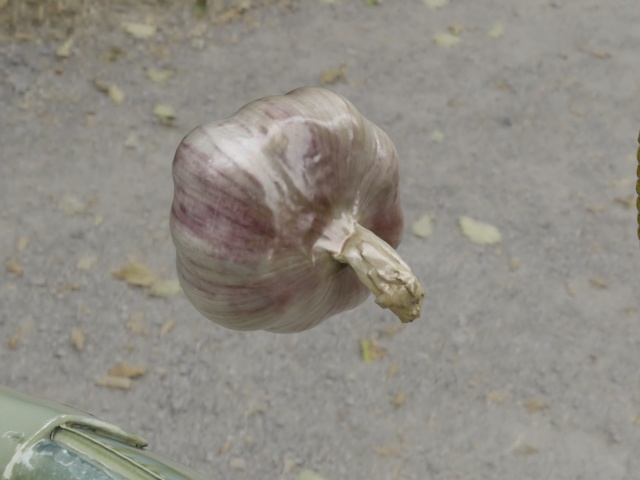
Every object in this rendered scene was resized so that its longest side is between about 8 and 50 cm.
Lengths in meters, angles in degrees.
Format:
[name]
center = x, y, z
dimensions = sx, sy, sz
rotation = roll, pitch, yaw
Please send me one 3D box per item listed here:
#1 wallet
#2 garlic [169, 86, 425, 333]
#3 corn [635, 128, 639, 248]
[wallet]
center = -0.121, 0.144, 0.712
dimensions = 0.309, 0.223, 0.077
rotation = 8, 68, 37
[garlic]
center = 0.000, 0.000, 1.175
dimensions = 0.245, 0.245, 0.253
rotation = -17, 37, -34
[corn]
center = 0.228, 0.056, 0.700
dimensions = 0.106, 0.305, 0.106
rotation = -12, 15, 3
